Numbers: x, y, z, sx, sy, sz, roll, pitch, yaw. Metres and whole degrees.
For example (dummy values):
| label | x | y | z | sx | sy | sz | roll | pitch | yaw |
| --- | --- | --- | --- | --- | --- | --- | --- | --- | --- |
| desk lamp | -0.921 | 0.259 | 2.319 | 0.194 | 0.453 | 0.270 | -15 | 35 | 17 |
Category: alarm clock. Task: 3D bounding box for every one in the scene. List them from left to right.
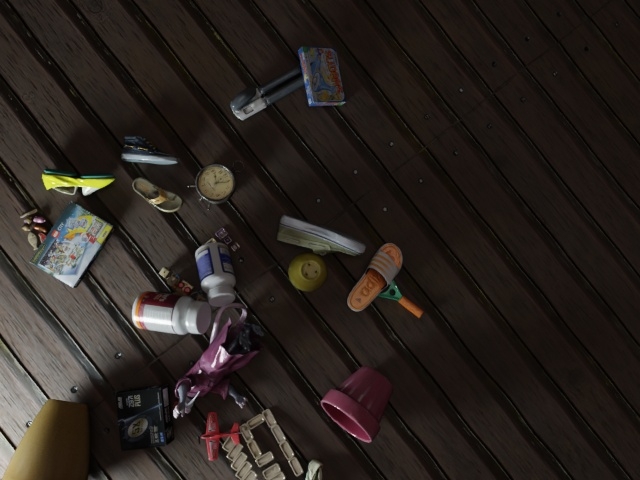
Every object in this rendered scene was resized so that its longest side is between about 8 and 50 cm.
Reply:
| label | x | y | z | sx | sy | sz | roll | pitch | yaw |
| --- | --- | --- | --- | --- | --- | --- | --- | --- | --- |
| alarm clock | -0.333 | -0.199 | 1.957 | 0.192 | 0.064 | 0.129 | -40 | 90 | -7 |

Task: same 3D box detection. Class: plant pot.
| label | x | y | z | sx | sy | sz | roll | pitch | yaw |
| --- | --- | --- | --- | --- | --- | --- | --- | --- | --- |
| plant pot | -0.791 | 0.611 | 1.751 | 0.237 | 0.237 | 0.254 | 10 | 70 | -6 |
| plant pot | -0.037 | 0.102 | 1.946 | 0.134 | 0.095 | 0.134 | 1 | 84 | -6 |
| plant pot | 0.132 | 0.513 | 1.887 | 0.201 | 0.201 | 0.180 | 42 | 65 | -1 |

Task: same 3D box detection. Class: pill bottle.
| label | x | y | z | sx | sy | sz | roll | pitch | yaw |
| --- | --- | --- | --- | --- | --- | --- | --- | --- | --- |
| pill bottle | -0.463 | 0.228 | 1.833 | 0.221 | 0.121 | 0.121 | 5 | 83 | 16 |
| pill bottle | -0.330 | 0.110 | 1.867 | 0.112 | 0.112 | 0.186 | -13 | 58 | -8 |

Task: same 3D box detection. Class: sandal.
| label | x | y | z | sx | sy | sz | roll | pitch | yaw |
| --- | --- | --- | --- | --- | --- | --- | --- | --- | --- |
| sandal | -0.541 | -0.152 | 1.934 | 0.180 | 0.049 | 0.072 | 31 | 81 | -3 |
| sandal | 0.191 | 0.127 | 1.959 | 0.102 | 0.076 | 0.265 | 36 | 80 | -1 |

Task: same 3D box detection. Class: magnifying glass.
| label | x | y | z | sx | sy | sz | roll | pitch | yaw |
| --- | --- | --- | --- | --- | --- | --- | --- | --- | --- |
| magnifying glass | 0.253 | 0.184 | 2.009 | 0.231 | 0.026 | 0.092 | 38 | 81 | -3 |

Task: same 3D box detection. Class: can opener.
| label | x | y | z | sx | sy | sz | roll | pitch | yaw |
| --- | --- | --- | --- | --- | --- | --- | --- | --- | --- |
| can opener | -0.176 | -0.507 | 1.992 | 0.283 | 0.095 | 0.076 | -32 | 89 | -9 |

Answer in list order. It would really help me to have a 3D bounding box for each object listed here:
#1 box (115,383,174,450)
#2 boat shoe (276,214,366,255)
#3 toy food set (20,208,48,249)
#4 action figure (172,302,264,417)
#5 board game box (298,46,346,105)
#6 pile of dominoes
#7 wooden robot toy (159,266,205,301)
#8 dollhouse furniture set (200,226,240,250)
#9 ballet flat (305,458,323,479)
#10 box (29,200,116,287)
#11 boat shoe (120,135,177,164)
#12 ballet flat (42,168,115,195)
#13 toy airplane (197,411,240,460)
| label | x | y | z | sx | sy | sz | roll | pitch | yaw |
| --- | --- | --- | --- | --- | --- | --- | --- | --- | --- |
| box | -0.547 | 0.551 | 1.832 | 0.147 | 0.077 | 0.180 | -7 | 85 | 5 |
| boat shoe | 0.000 | 0.000 | 1.970 | 0.302 | 0.109 | 0.094 | 19 | 97 | 4 |
| toy food set | -0.917 | -0.038 | 1.891 | 0.078 | 0.019 | 0.122 | -28 | 88 | -9 |
| action figure | -0.356 | 0.398 | 1.831 | 0.370 | 0.248 | 0.275 | -45 | 54 | 15 |
| board game box | 0.007 | -0.567 | 2.029 | 0.136 | 0.035 | 0.201 | -9 | 85 | -30 |
| pile of dominoes | -0.190 | 0.705 | 1.906 | 0.196 | 0.040 | 0.251 | -29 | 80 | -8 |
| wooden robot toy | -0.461 | 0.165 | 1.904 | 0.173 | 0.076 | 0.079 | 37 | 92 | -2 |
| dollhouse furniture set | -0.337 | 0.020 | 1.925 | 0.114 | 0.081 | 0.091 | -40 | 90 | -9 |
| ballet flat | -0.027 | 0.794 | 1.890 | 0.052 | 0.057 | 0.168 | 6 | 81 | 30 |
| box | -0.794 | 0.013 | 1.889 | 0.159 | 0.044 | 0.233 | 32 | 81 | -3 |
| boat shoe | -0.563 | -0.300 | 1.939 | 0.183 | 0.065 | 0.083 | 5 | 85 | -6 |
| ballet flat | -0.782 | -0.185 | 1.905 | 0.231 | 0.077 | 0.077 | 4 | 105 | -4 |
| toy airplane | -0.321 | 0.624 | 1.886 | 0.151 | 0.028 | 0.151 | -1 | 68 | 3 |
